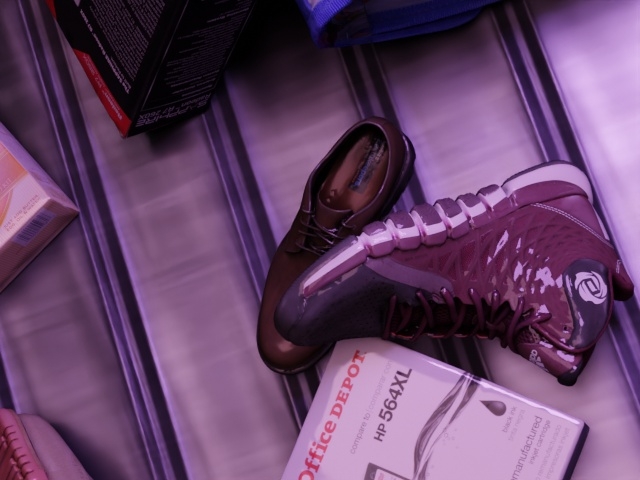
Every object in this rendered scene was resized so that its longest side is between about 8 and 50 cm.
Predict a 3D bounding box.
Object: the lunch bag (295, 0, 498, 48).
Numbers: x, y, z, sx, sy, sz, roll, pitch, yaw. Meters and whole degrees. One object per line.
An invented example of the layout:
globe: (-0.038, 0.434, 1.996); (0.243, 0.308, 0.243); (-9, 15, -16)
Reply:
lunch bag: (0.109, -0.362, 1.186); (0.385, 0.239, 0.328); (-24, 76, 1)

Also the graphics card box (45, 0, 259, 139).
graphics card box: (-0.131, -0.275, 1.174); (0.094, 0.371, 0.233); (-21, 71, -28)

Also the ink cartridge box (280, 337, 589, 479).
ink cartridge box: (0.087, 0.172, 1.168); (0.203, 0.086, 0.148); (21, 85, 16)

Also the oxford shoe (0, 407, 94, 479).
oxford shoe: (-0.153, 0.292, 1.202); (0.397, 0.146, 0.140); (55, 137, 27)

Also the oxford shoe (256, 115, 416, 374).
oxford shoe: (0.000, 0.000, 1.217); (0.083, 0.096, 0.227); (21, 87, 15)

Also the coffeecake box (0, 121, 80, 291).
coffeecake box: (-0.329, -0.045, 1.319); (0.142, 0.068, 0.185); (-45, 73, 3)

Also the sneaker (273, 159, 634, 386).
sneaker: (0.117, 0.053, 1.123); (0.281, 0.106, 0.162); (-23, 67, -17)
